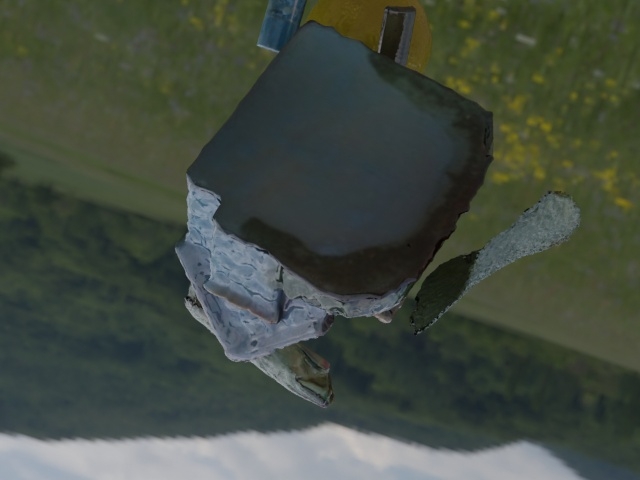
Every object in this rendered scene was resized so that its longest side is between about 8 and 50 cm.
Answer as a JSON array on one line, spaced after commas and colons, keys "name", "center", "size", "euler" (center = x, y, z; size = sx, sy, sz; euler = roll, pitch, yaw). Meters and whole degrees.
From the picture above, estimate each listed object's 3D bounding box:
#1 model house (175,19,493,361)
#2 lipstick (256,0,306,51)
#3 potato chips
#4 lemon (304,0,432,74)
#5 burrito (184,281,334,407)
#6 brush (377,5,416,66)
[{"name": "model house", "center": [0.000, 0.000, 1.862], "size": [0.297, 0.360, 0.339], "euler": [27, 143, 6]}, {"name": "lipstick", "center": [-0.038, -0.318, 1.937], "size": [0.048, 0.158, 0.048], "euler": [16, -176, -1]}, {"name": "potato chips", "center": [0.194, 0.021, 1.710], "size": [0.167, 0.059, 0.228], "euler": [-30, 175, -37]}, {"name": "lemon", "center": [0.066, -0.273, 2.098], "size": [0.178, 0.203, 0.178], "euler": [32, 151, 20]}, {"name": "burrito", "center": [-0.095, 0.153, 2.318], "size": [0.309, 0.066, 0.096], "euler": [35, 153, 30]}, {"name": "brush", "center": [0.088, -0.185, 1.944], "size": [0.043, 0.248, 0.036], "euler": [-7, -141, -23]}]
